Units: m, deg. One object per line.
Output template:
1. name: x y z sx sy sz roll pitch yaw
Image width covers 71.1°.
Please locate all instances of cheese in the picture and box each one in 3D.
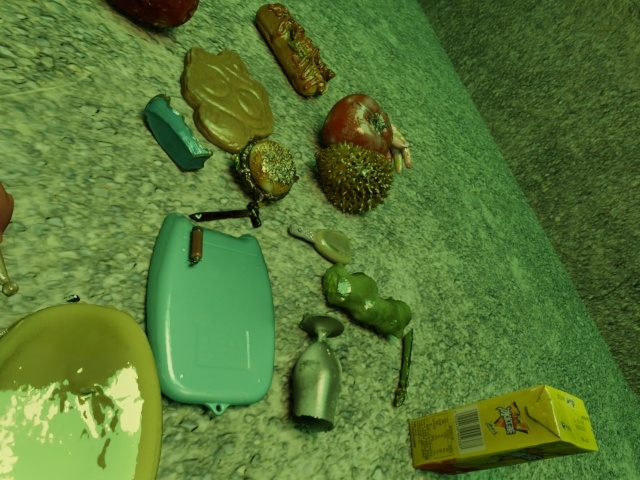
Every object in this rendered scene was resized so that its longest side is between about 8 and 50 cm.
1. cheese: 0.000 0.000 1.145 0.192 0.037 0.097 22 47 -33
2. cheese: -0.326 0.219 0.574 0.259 0.128 0.316 25 45 -29

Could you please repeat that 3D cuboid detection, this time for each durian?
1. durian: 0.111 -0.174 1.259 0.249 0.138 0.183 15 80 -25

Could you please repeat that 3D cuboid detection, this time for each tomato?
1. tomato: 0.110 -0.331 1.380 0.232 0.188 0.232 21 60 -43

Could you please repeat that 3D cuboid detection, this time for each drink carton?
1. drink carton: 0.374 0.417 0.965 0.154 0.351 0.111 26 46 -30

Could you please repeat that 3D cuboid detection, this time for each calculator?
1. calculator: -0.194 0.125 0.840 0.256 0.054 0.387 17 52 -37

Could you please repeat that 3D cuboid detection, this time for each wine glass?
1. wine glass: -0.005 0.258 0.896 0.103 0.103 0.222 33 42 -25

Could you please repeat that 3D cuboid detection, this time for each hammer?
1. hammer: -0.205 -0.054 0.986 0.178 0.021 0.065 -8 69 -48

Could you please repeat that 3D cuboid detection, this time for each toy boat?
1. toy boat: -0.308 -0.239 0.972 0.185 0.075 0.077 49 41 0

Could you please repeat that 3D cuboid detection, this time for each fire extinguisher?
1. fire extinguisher: -0.230 0.012 0.824 0.028 0.022 0.083 -5 55 -4

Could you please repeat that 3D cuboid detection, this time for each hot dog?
1. hot dog: -0.079 -0.633 1.470 0.158 0.117 0.349 -19 77 -50

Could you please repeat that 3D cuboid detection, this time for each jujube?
1. jujube: -0.426 -0.641 1.063 0.290 0.197 0.197 37 41 -8

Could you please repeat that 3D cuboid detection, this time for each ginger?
1. ginger: 0.126 0.150 1.126 0.289 0.089 0.137 33 24 -19

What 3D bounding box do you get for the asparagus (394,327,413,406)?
1. asparagus: 0.214 0.321 1.133 0.034 0.027 0.236 57 34 -30

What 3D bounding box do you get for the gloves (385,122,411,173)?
1. gloves: 0.225 -0.339 1.542 0.241 0.145 0.126 37 42 -8

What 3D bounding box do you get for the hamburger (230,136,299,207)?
1. hamburger: -0.122 -0.176 1.089 0.164 0.093 0.190 54 40 -21

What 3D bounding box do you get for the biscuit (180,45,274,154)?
1. biscuit: -0.233 -0.382 1.181 0.269 0.051 0.376 23 48 -36

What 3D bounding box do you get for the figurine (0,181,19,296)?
1. figurine: -0.521 -0.063 0.568 0.387 0.166 0.207 43 2 -4
